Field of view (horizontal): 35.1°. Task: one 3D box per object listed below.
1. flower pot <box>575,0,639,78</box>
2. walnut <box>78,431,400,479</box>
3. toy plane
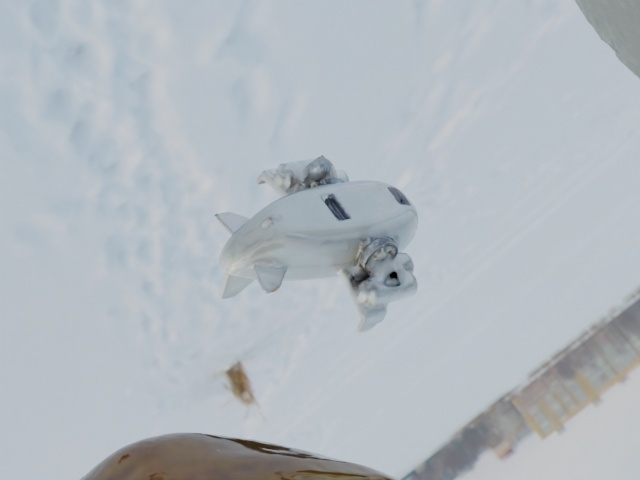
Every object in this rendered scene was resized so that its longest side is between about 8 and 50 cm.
[{"bbox_3d":[0.370,-0.285,0.800,0.330,0.293,0.293,-34,167,2],"label":"flower pot"},{"bbox_3d":[-0.030,0.210,0.555,0.209,0.209,0.336,-42,125,18],"label":"walnut"},{"bbox_3d":[0.000,0.000,1.118,0.244,0.244,0.117,-27,148,-38],"label":"toy plane"}]
